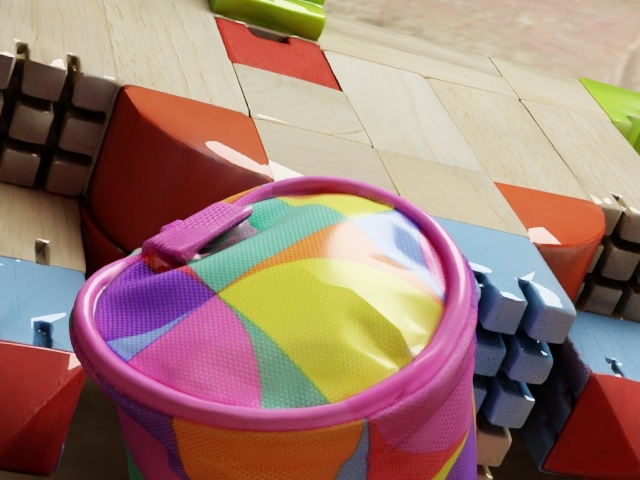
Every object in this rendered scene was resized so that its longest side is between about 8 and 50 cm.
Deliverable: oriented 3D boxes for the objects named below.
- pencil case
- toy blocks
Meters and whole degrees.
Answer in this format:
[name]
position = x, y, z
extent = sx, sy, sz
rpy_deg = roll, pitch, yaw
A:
[pencil case]
position = -0.007, 0.094, 0.412
extent = 0.104, 0.236, 0.104
rpy_deg = -1, 40, 1
[toy blocks]
position = 0.000, 0.000, 0.561
extent = 0.381, 0.191, 0.261
rpy_deg = 12, 27, -20
